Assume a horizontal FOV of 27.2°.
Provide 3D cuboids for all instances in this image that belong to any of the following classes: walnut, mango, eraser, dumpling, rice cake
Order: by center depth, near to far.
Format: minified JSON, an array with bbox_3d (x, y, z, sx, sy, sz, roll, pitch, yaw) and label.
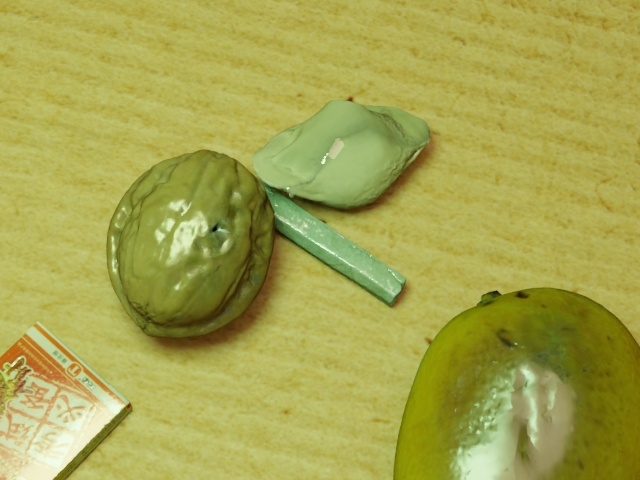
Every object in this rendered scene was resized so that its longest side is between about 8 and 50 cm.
[{"bbox_3d":[0.232,0.265,1.486,0.302,0.220,0.444,10,69,-2],"label":"mango"},{"bbox_3d":[-0.360,0.227,1.567,0.157,0.038,0.230,39,71,12],"label":"eraser"},{"bbox_3d":[-0.155,0.003,1.590,0.198,0.198,0.245,22,77,6],"label":"walnut"},{"bbox_3d":[0.000,0.000,1.676,0.245,0.045,0.042,34,71,11],"label":"rice cake"},{"bbox_3d":[0.023,-0.122,1.699,0.216,0.126,0.166,-39,47,-3],"label":"dumpling"}]
